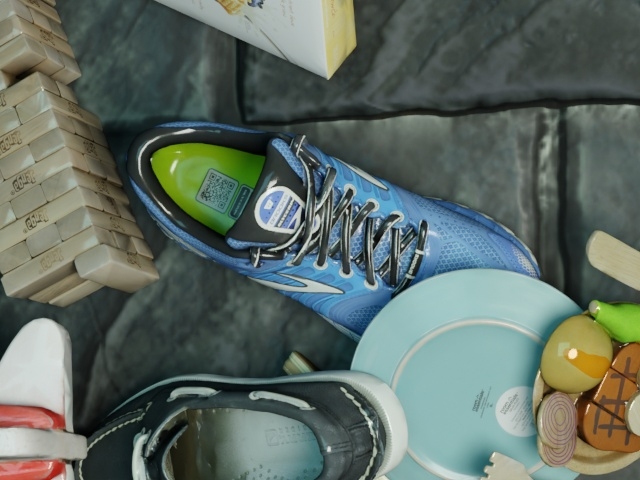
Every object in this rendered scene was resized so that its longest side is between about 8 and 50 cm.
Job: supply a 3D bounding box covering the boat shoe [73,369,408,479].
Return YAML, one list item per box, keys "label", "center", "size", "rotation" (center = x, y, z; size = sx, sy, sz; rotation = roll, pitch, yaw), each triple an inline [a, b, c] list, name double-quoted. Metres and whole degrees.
- label: "boat shoe"
  center: [-0.082, 0.151, 1.304]
  size: [0.302, 0.091, 0.114]
  rotation: [-19, 87, 37]

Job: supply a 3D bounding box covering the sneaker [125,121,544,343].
- label: "sneaker"
  center: [0.000, 0.000, 1.302]
  size: [0.330, 0.147, 0.130]
  rotation: [19, 89, 15]

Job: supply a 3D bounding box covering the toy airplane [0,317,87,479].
- label: "toy airplane"
  center: [-0.364, 0.160, 1.323]
  size: [0.386, 0.272, 0.384]
  rotation: [45, 106, 28]

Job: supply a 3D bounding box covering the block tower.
- label: "block tower"
  center: [-0.240, -0.105, 1.444]
  size: [0.097, 0.091, 0.335]
  rotation: [-28, 73, 15]

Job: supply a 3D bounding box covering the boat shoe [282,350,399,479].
- label: "boat shoe"
  center: [0.008, 0.143, 1.333]
  size: [0.045, 0.050, 0.135]
  rotation: [-39, 71, 6]

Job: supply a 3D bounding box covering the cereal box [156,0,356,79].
- label: "cereal box"
  center: [-0.086, -0.233, 1.364]
  size: [0.240, 0.173, 0.047]
  rotation: [26, 60, 23]

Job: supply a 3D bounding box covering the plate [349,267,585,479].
- label: "plate"
  center: [0.112, 0.110, 1.263]
  size: [0.188, 0.024, 0.188]
  rotation: [1, 109, 4]

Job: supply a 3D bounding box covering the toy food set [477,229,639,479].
- label: "toy food set"
  center: [0.197, 0.102, 1.233]
  size: [0.038, 0.132, 0.192]
  rotation: [26, 92, 60]
